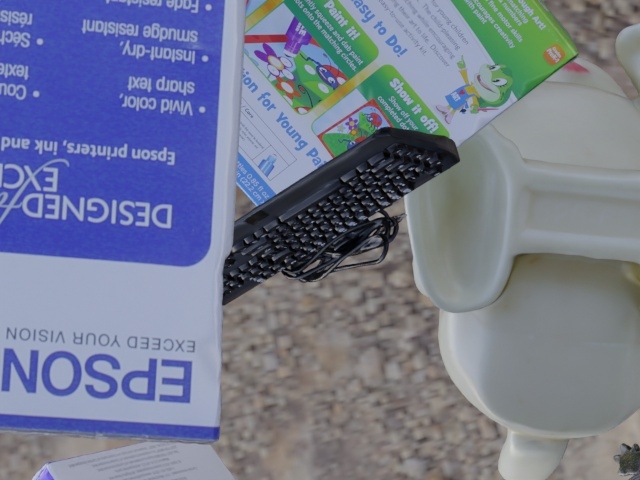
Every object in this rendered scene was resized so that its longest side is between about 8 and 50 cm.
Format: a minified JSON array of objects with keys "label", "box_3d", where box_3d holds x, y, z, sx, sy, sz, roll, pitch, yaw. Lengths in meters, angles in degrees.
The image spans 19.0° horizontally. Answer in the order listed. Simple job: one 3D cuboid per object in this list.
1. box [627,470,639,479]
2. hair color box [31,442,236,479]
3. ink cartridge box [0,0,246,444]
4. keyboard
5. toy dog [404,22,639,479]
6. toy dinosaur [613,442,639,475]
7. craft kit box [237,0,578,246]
[{"label":"box","box_3d":[0.246,0.344,1.380,0.395,0.212,0.293,-33,82,-14]},{"label":"hair color box","box_3d":[-0.089,0.321,1.527,0.339,0.185,0.110,50,122,24]},{"label":"ink cartridge box","box_3d":[-0.180,-0.086,0.706,0.303,0.072,0.307,5,83,-14]},{"label":"keyboard","box_3d":[0.000,0.000,1.025,0.192,0.100,0.038,-31,68,37]},{"label":"toy dog","box_3d":[0.221,-0.022,1.706,0.284,0.408,0.395,-3,114,3]},{"label":"toy dinosaur","box_3d":[0.350,0.233,1.654,0.313,0.160,0.121,-7,83,48]},{"label":"craft kit box","box_3d":[0.006,-0.152,1.327,0.246,0.061,0.250,-36,107,16]}]
